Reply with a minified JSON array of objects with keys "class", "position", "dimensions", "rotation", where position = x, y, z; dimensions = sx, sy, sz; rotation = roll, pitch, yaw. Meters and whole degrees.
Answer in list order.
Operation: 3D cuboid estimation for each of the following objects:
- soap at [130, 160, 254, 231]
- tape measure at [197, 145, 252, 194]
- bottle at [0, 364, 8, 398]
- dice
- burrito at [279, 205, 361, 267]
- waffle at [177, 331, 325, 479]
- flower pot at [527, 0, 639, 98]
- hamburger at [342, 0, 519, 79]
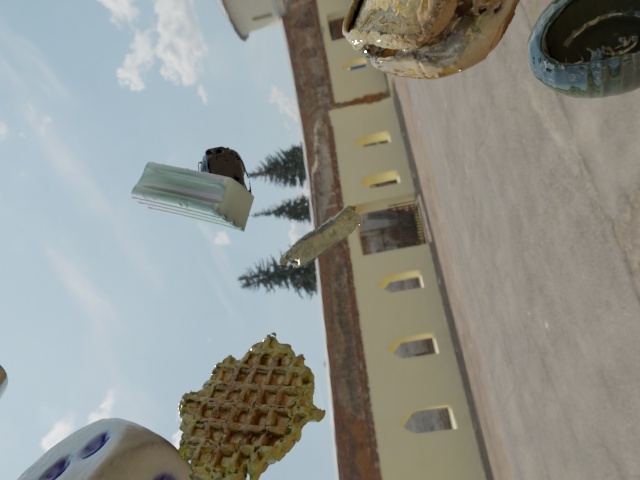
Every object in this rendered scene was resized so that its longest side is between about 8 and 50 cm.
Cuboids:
[{"class":"soap","position":[-0.319,-0.110,1.164],"dimensions":[0.173,0.290,0.095],"rotation":[44,-119,-68]},{"class":"tape measure","position":[-0.268,-0.162,1.387],"dimensions":[0.202,0.135,0.222],"rotation":[-151,50,-80]},{"class":"bottle","position":[-0.643,0.297,0.851],"dimensions":[0.233,0.110,0.109],"rotation":[-154,49,-68]},{"class":"dice","position":[-0.385,0.484,0.837],"dimensions":[0.243,0.259,0.251],"rotation":[58,-145,-15]},{"class":"burrito","position":[-0.001,-0.002,1.151],"dimensions":[0.063,0.230,0.058],"rotation":[53,-170,-10]},{"class":"waffle","position":[-0.121,0.276,0.789],"dimensions":[0.245,0.254,0.052],"rotation":[39,159,52]},{"class":"flower pot","position":[0.452,-0.320,0.743],"dimensions":[0.157,0.243,0.189],"rotation":[-6,-93,-59]},{"class":"hamburger","position":[0.150,-0.339,0.648],"dimensions":[0.146,0.243,0.285],"rotation":[32,-137,-39]}]
